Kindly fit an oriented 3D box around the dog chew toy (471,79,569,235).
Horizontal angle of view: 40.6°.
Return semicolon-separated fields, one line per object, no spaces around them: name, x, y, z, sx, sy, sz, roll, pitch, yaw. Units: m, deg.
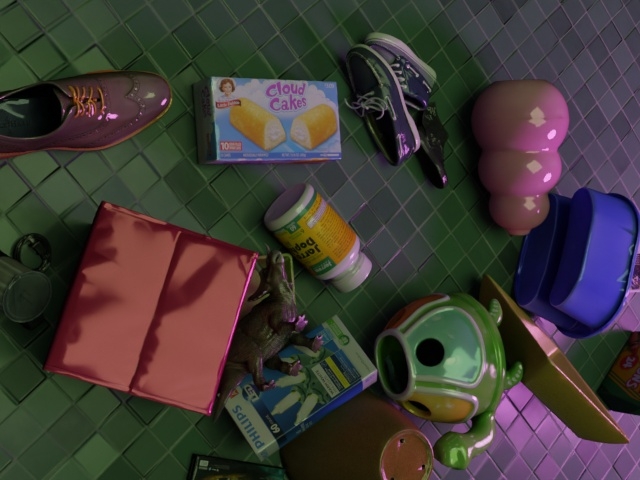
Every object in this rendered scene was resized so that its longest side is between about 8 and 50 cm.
dog chew toy;0.429;-0.177;1.870;0.206;0.206;0.332;-6;100;-31

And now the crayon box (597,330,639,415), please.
crayon box;0.826;0.316;2.007;0.081;0.318;0.202;48;66;-20

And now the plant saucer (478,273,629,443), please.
plant saucer;0.466;0.263;1.819;0.081;0.333;0.333;-42;120;10

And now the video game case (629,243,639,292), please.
video game case;0.721;0.044;2.128;0.190;0.022;0.173;0;88;-32

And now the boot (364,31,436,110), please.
boot;0.161;-0.346;1.779;0.190;0.069;0.086;28;65;-28

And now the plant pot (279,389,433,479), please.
plant pot;0.084;0.388;1.603;0.237;0.254;0.237;1;87;-29

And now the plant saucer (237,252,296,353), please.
plant saucer;-0.137;0.124;1.602;0.188;0.045;0.188;-5;91;-31

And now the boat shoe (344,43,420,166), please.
boat shoe;0.114;-0.269;1.741;0.079;0.095;0.254;-44;119;-36

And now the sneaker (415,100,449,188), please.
sneaker;0.245;-0.201;1.835;0.089;0.051;0.170;-33;96;-25

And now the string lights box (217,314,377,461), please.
string lights box;-0.039;0.266;1.567;0.259;0.077;0.133;-33;69;-12

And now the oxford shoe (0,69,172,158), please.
oxford shoe;-0.395;-0.208;1.410;0.363;0.132;0.130;-21;98;-30

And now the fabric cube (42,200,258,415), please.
fabric cube;-0.274;0.115;1.375;0.259;0.254;0.258;19;77;-14

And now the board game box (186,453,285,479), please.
board game box;-0.161;0.467;1.586;0.186;0.026;0.126;18;79;-29

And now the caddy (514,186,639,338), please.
caddy;0.580;0.044;1.919;0.179;0.241;0.341;21;78;-24

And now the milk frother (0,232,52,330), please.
milk frother;-0.464;0.052;1.358;0.143;0.134;0.129;-55;144;-17

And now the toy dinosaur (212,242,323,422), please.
toy dinosaur;-0.104;0.178;1.525;0.121;0.160;0.313;34;82;-51

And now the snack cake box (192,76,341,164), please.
snack cake box;-0.097;-0.220;1.614;0.264;0.089;0.152;-4;91;-31

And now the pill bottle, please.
pill bottle;0.000;0.000;1.646;0.208;0.117;0.117;47;67;-21

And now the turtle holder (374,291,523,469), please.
turtle holder;0.232;0.265;1.704;0.227;0.243;0.320;-2;96;-32
